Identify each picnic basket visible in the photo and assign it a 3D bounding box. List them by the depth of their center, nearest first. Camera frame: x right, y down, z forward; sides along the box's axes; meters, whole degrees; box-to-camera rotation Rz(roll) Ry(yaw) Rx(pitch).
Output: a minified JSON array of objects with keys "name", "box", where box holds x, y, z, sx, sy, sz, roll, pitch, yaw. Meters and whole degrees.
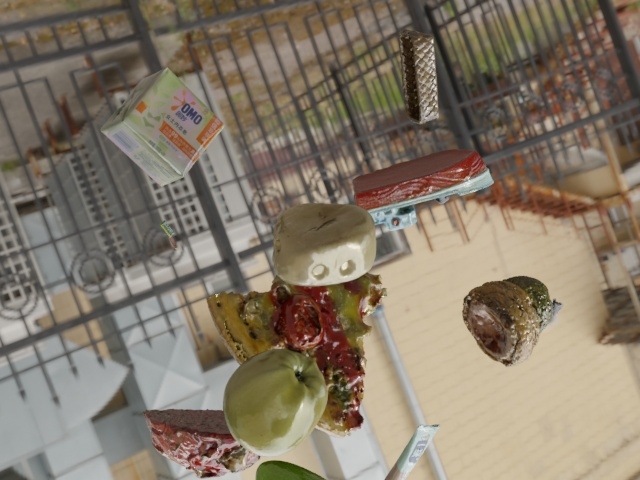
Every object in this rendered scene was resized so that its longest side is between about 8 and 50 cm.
[{"name":"picnic basket","box":[0.208,-0.346,1.701,0.055,0.193,0.110,-12,-161,-8]}]

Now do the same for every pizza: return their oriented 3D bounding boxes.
[{"name":"pizza","box":[0.001,0.183,1.824,0.406,0.440,0.130,-46,-179,-27]}]

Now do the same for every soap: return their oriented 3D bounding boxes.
[{"name":"soap","box":[-0.358,-0.259,1.851,0.138,0.199,0.182,-9,-138,55]}]

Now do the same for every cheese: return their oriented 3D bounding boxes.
[{"name":"cheese","box":[0.000,0.000,1.636,0.218,0.117,0.235,23,-142,37]}]

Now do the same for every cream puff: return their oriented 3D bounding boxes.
[{"name":"cream puff","box":[0.413,0.151,1.689,0.169,0.183,0.183,-26,-176,-23]}]

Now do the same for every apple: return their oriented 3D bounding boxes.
[{"name":"apple","box":[-0.085,0.294,1.485,0.200,0.200,0.200,-20,-178,1]}]

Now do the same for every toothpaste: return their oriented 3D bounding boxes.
[{"name":"toothpaste","box":[0.175,0.445,1.638,0.056,0.036,0.205,6,123,-34]}]

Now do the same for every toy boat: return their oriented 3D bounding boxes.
[{"name":"toy boat","box":[0.245,-0.115,1.928,0.332,0.133,0.145,-16,-155,5]}]

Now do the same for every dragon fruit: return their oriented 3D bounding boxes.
[{"name":"dragon fruit","box":[-0.247,0.477,1.837,0.317,0.152,0.205,4,180,-12]}]

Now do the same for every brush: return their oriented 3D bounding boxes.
[{"name":"brush","box":[-0.378,-0.013,2.050,0.021,0.083,0.019,-31,-154,-8]}]

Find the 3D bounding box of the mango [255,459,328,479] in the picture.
[{"name":"mango","box":[0.021,0.478,1.269,0.156,0.343,0.192,-47,161,-7]}]
